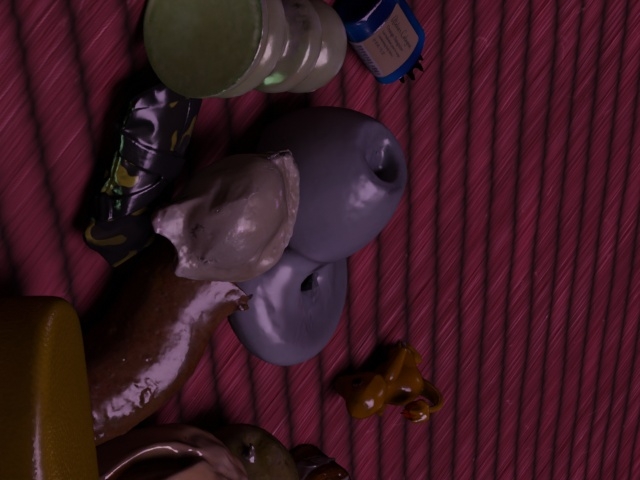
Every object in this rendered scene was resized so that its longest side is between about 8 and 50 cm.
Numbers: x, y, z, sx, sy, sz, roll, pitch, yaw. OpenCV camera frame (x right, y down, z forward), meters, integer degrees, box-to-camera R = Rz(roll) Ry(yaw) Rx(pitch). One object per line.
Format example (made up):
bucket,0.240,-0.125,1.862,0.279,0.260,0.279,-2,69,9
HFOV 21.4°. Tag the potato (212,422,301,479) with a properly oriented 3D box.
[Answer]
potato,-0.104,0.325,2.191,0.251,0.159,0.174,99,9,-55

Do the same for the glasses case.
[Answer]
glasses case,-0.309,0.245,1.700,0.173,0.141,0.371,-50,135,-77

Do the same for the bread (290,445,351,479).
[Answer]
bread,-0.029,0.376,2.428,0.160,0.073,0.160,-37,146,-31

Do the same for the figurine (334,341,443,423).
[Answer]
figurine,0.103,0.222,2.426,0.176,0.122,0.121,-14,132,-52

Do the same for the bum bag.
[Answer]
bum bag,-0.188,-0.073,1.770,0.106,0.060,0.232,-8,124,-50

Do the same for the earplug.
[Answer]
earplug,-0.010,-0.006,1.983,0.214,0.175,0.325,-24,138,-53

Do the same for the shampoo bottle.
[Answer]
shampoo bottle,0.077,-0.245,2.008,0.087,0.050,0.183,-56,151,-8

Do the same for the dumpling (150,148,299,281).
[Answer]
dumpling,-0.094,-0.021,1.816,0.199,0.118,0.136,-21,117,-32

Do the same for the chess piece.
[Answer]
chess piece,-0.057,-0.214,1.767,0.251,0.144,0.144,-2,120,-61

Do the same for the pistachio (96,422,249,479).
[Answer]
pistachio,-0.223,0.328,1.974,0.318,0.193,0.214,-27,147,-25

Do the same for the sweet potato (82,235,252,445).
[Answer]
sweet potato,-0.222,0.150,1.872,0.337,0.131,0.131,-52,150,-7
